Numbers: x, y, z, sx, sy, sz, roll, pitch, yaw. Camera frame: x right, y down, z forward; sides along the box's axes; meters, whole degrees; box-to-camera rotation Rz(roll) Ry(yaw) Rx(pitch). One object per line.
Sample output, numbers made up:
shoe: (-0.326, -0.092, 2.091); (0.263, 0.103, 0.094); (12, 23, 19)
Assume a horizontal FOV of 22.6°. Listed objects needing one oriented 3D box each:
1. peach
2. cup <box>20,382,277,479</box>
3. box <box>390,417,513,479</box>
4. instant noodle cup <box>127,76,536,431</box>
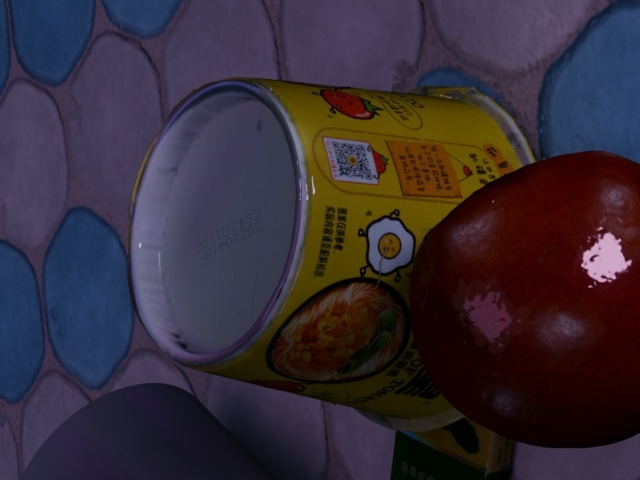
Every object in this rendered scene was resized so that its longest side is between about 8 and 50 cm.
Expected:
peach: (0.187, 0.045, 1.231); (0.199, 0.243, 0.243); (-129, 45, -68)
cup: (-0.129, 0.338, 1.644); (0.371, 0.253, 0.253); (39, 122, 40)
box: (0.125, 0.160, 1.479); (0.132, 0.034, 0.235); (20, 109, 50)
instant noodle cup: (0.000, 0.000, 1.405); (0.325, 0.254, 0.326); (-14, 72, 48)
